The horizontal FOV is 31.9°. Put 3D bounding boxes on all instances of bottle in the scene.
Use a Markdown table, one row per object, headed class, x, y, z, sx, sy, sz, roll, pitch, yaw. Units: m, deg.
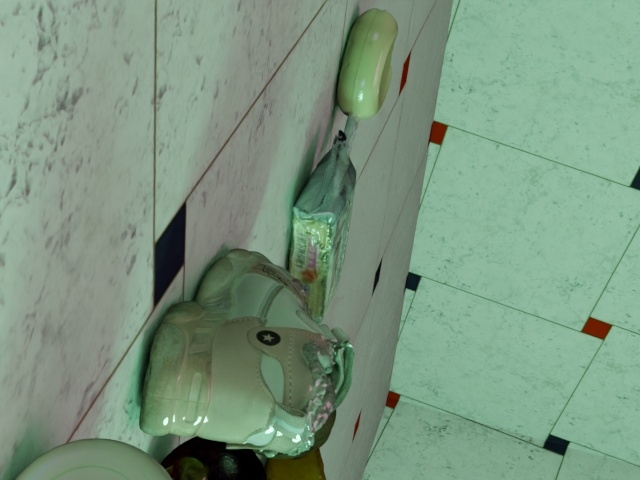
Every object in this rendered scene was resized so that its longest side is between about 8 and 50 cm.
| class | x | y | z | sx | sy | sz | roll | pitch | yaw |
| --- | --- | --- | --- | --- | --- | --- | --- | --- | --- |
| bottle | -0.180 | 0.273 | 0.953 | 0.236 | 0.147 | 0.147 | 92 | 15 | -61 |

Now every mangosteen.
| class | x | y | z | sx | sy | sz | roll | pitch | yaw |
| --- | --- | --- | --- | --- | --- | --- | --- | --- | --- |
| mangosteen | -0.136 | 0.293 | 1.284 | 0.152 | 0.152 | 0.152 | 14 | 90 | -80 |

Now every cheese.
| class | x | y | z | sx | sy | sz | roll | pitch | yaw |
| --- | --- | --- | --- | --- | --- | --- | --- | --- | --- |
| cheese | 0.062 | -0.240 | 1.805 | 0.163 | 0.071 | 0.249 | 84 | 23 | -64 |

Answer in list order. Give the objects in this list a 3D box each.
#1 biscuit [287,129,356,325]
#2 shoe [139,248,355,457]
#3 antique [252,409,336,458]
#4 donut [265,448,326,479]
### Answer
| class | x | y | z | sx | sy | sz | roll | pitch | yaw |
| --- | --- | --- | --- | --- | --- | --- | --- | --- | --- |
| biscuit | 0.001 | -0.003 | 1.776 | 0.186 | 0.079 | 0.309 | -69 | 168 | -45 |
| shoe | -0.061 | 0.140 | 1.277 | 0.351 | 0.198 | 0.172 | -50 | 154 | -66 |
| antique | -0.044 | 0.269 | 1.736 | 0.257 | 0.143 | 0.121 | 87 | 18 | -67 |
| donut | -0.029 | 0.492 | 1.993 | 0.277 | 0.108 | 0.277 | 169 | -90 | -85 |
